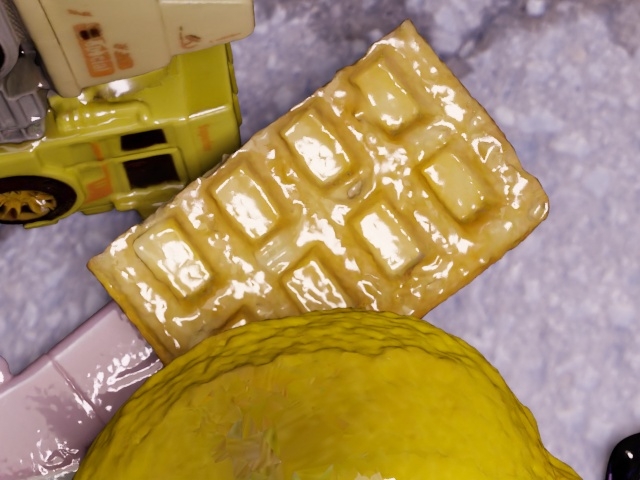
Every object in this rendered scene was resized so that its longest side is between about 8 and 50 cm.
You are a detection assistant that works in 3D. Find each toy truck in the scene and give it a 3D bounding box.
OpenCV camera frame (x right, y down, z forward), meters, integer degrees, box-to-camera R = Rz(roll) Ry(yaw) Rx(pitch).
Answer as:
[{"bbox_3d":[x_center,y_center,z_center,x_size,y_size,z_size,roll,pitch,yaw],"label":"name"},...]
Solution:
[{"bbox_3d":[-0.151,-0.160,0.909,0.254,0.405,0.180,-6,67,0],"label":"toy truck"}]

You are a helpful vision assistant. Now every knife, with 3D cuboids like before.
[{"bbox_3d":[-0.092,0.047,1.006,0.399,0.038,0.132,-40,91,-7],"label":"knife"}]

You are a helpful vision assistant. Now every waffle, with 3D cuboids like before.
[{"bbox_3d":[0.000,0.000,0.971,0.274,0.057,0.168,-39,94,-7],"label":"waffle"}]

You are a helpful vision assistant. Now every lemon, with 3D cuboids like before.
[{"bbox_3d":[-0.010,0.177,0.824,0.322,0.268,0.268,-16,67,-7],"label":"lemon"}]

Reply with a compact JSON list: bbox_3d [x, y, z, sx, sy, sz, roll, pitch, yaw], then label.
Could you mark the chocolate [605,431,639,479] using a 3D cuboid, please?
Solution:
[{"bbox_3d":[0.227,0.185,0.900,0.072,0.070,0.147,-40,57,4],"label":"chocolate"}]
